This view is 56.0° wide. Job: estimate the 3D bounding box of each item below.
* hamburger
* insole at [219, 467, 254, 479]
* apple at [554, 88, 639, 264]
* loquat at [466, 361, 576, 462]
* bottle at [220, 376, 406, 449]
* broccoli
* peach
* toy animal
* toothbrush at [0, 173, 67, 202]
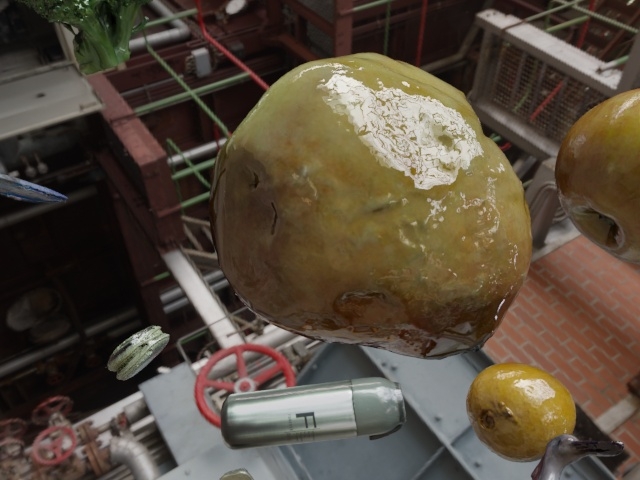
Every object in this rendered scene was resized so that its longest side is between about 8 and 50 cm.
[{"bbox_3d":[-0.377,0.230,1.242,0.062,0.133,0.140,46,-35,3],"label":"hamburger"},{"bbox_3d":[-0.096,0.394,0.868,0.010,0.063,0.192,-111,-177,-58],"label":"insole"},{"bbox_3d":[0.715,-0.131,1.323,0.400,0.333,0.400,33,-21,14],"label":"apple"},{"bbox_3d":[0.272,0.234,0.822,0.141,0.141,0.141,47,-29,36],"label":"loquat"},{"bbox_3d":[-0.009,0.248,0.845,0.079,0.254,0.096,-92,173,-67],"label":"bottle"},{"bbox_3d":[-0.374,-0.401,0.971,0.269,0.261,0.241,1,-63,33],"label":"broccoli"},{"bbox_3d":[0.038,-0.013,0.437,0.235,0.214,0.214,43,-27,9],"label":"peach"},{"bbox_3d":[0.212,0.340,0.707,0.090,0.324,0.195,39,-2,-7],"label":"toy animal"},{"bbox_3d":[-0.520,-0.102,0.833,0.413,0.035,0.042,24,35,-62],"label":"toothbrush"}]
